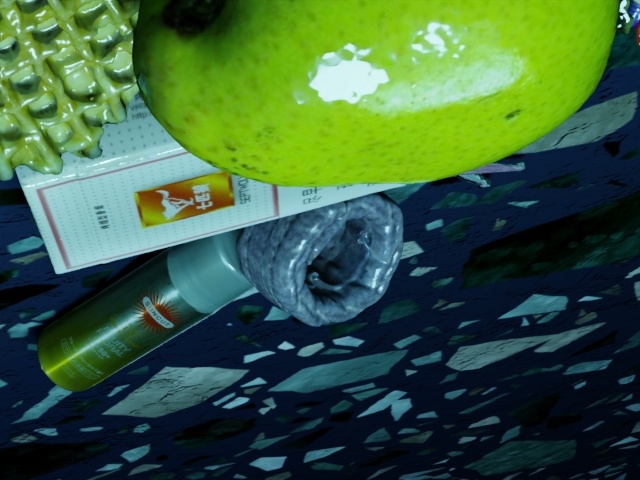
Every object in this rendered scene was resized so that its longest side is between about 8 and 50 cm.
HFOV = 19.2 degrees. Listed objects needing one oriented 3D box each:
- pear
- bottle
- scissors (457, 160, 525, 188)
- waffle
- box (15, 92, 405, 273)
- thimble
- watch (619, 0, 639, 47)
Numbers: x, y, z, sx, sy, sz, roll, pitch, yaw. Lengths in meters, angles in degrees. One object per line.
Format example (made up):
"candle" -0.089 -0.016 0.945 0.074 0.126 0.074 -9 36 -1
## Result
"pear" 0.024 -0.154 1.324 0.318 0.238 0.342 -18 161 -19
"bottle" -0.173 0.066 1.943 0.286 0.082 0.082 -32 154 34
"scissors" 0.124 -0.075 1.891 0.187 0.020 0.133 7 153 -42
"waffle" -0.212 -0.132 1.393 0.223 0.054 0.204 0 130 -40
"box" -0.091 -0.084 1.609 0.330 0.095 0.210 -16 159 -5
"thimble" -0.001 0.002 1.815 0.150 0.098 0.150 -20 126 -30
"watch" 0.294 -0.267 1.318 0.200 0.171 0.196 -9 145 -21
